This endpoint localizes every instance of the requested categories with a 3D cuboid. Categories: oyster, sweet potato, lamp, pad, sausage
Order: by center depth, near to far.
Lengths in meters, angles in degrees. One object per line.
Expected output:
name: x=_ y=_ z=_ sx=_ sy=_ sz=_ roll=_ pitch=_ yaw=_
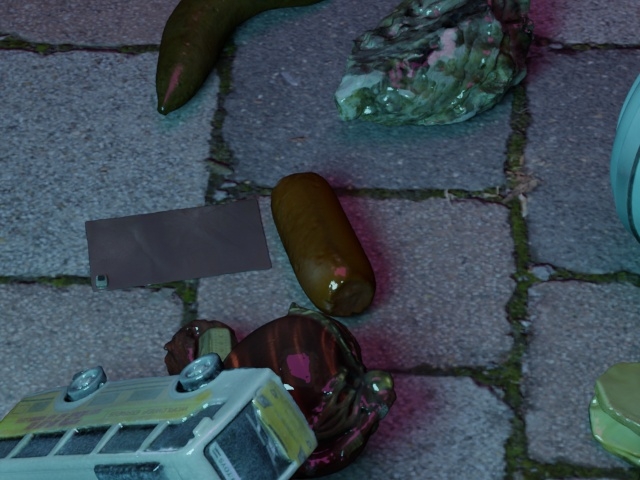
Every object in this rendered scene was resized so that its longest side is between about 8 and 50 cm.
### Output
lamp: x=-0.042 y=0.135 z=1.843 sx=0.223 sy=0.151 sz=0.215 roll=-3 pitch=38 yaw=1
sausage: x=0.000 y=0.000 z=2.044 sx=0.076 sy=0.076 sz=0.197 roll=-12 pitch=44 yaw=-11
pad: x=-0.152 y=0.003 z=2.097 sx=0.188 sy=0.006 sz=0.113 roll=-7 pitch=42 yaw=-6
oyster: x=0.135 y=-0.217 z=2.251 sx=0.198 sy=0.112 sz=0.267 roll=11 pitch=47 yaw=14
sweet potato: x=-0.109 y=-0.259 z=2.335 sx=0.108 sy=0.079 sz=0.346 roll=46 pitch=54 yaw=6

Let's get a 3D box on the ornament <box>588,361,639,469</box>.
ornament: x=0.366 y=0.146 z=1.886 sx=0.180 sy=0.059 sz=0.201 roll=27 pitch=48 yaw=24

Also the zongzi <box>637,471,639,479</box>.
zongzi: x=0.353 y=0.269 z=1.733 sx=0.125 sy=0.274 sz=0.251 roll=14 pitch=83 yaw=33

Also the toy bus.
toy bus: x=-0.163 y=0.179 z=1.723 sx=0.342 sy=0.097 sz=0.138 roll=-8 pitch=29 yaw=46

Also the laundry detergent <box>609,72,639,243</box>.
laundry detergent: x=0.457 y=-0.068 z=1.941 sx=0.287 sy=0.287 sz=0.305 roll=-29 pitch=49 yaw=-27
